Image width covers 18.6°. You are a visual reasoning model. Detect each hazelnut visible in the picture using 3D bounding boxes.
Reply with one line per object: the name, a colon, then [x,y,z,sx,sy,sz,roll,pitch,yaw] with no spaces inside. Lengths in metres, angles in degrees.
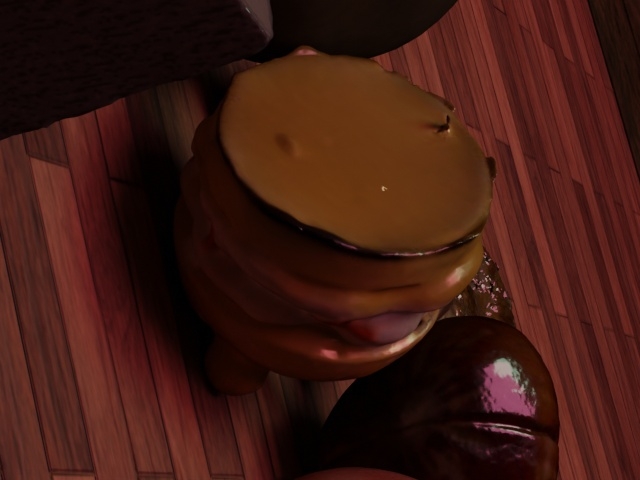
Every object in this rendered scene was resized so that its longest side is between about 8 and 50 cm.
hazelnut: [0.110,0.172,1.741,0.229,0.229,0.229,51,28,-42]

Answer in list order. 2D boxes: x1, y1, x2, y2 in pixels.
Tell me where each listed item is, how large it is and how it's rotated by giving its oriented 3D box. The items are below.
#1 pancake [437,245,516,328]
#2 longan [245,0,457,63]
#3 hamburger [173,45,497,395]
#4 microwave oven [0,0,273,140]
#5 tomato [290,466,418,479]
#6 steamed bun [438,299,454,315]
pancake: [0.127,0.039,2.198,0.356,0.065,0.356,54,25,-40]
longan: [-0.017,-0.316,1.736,0.361,0.361,0.361,51,28,-42]
hamburger: [0.000,0.000,1.657,0.276,0.276,0.237,-82,-170,-51]
microwave oven: [-0.245,-0.267,1.097,0.432,0.374,0.236,48,29,-55]
tomato: [0.031,0.293,1.454,0.224,0.256,0.256,-38,112,-32]
steamed bun: [0.052,-0.047,1.882,0.301,0.199,0.251,69,20,-2]
